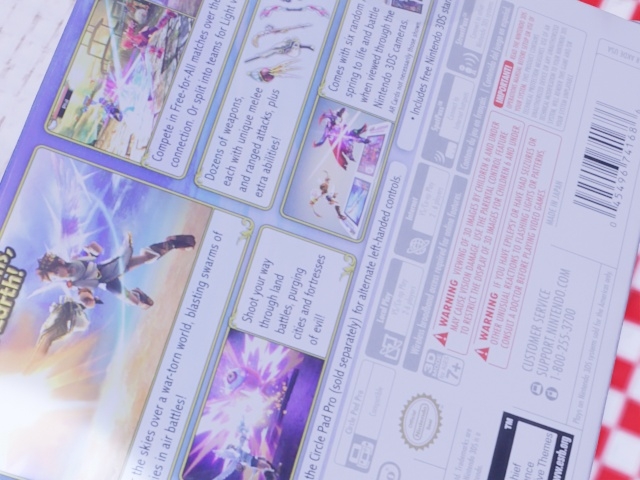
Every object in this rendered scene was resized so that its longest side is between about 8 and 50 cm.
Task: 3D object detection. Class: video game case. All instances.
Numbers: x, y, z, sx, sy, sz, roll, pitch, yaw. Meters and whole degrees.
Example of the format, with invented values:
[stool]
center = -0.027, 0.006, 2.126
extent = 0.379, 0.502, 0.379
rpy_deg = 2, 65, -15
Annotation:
[video game case]
center = 0.000, 0.000, 0.457
extent = 0.244, 0.061, 0.269
rpy_deg = 20, 71, -8
